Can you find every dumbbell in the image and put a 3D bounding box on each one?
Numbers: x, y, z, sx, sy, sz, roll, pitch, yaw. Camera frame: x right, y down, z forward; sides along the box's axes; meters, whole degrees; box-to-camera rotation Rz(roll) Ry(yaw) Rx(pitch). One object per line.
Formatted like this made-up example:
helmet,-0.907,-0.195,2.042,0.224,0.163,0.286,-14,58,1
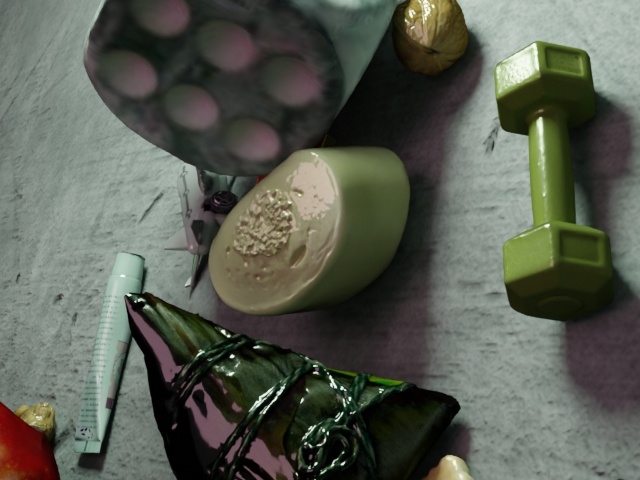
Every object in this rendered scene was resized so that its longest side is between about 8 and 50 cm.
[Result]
dumbbell,0.244,-0.066,1.140,0.108,0.121,0.302,119,158,-59

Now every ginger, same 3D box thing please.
ginger,-0.501,0.329,1.864,0.165,0.067,0.096,-20,54,60

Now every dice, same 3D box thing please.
dice,-0.105,-0.307,1.451,0.330,0.328,0.348,-51,17,41

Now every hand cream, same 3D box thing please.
hand cream,-0.349,0.180,1.765,0.085,0.058,0.331,-8,63,47

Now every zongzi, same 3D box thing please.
zongzi,-0.062,0.263,1.268,0.383,0.362,0.319,33,64,26

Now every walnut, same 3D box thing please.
walnut,0.141,-0.271,1.400,0.105,0.105,0.124,-39,35,31

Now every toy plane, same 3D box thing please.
toy plane,-0.175,-0.055,1.649,0.255,0.101,0.251,-88,4,-50

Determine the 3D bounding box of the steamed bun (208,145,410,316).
steamed bun,0.000,0.000,1.336,0.250,0.200,0.155,-43,65,31

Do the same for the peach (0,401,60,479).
peach,-0.581,0.404,1.671,0.388,0.388,0.388,-28,49,39

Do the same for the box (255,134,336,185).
box,-0.037,-0.114,1.588,0.133,0.023,0.090,11,76,53

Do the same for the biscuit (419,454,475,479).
biscuit,0.093,0.358,1.138,0.250,0.030,0.160,-49,39,19
